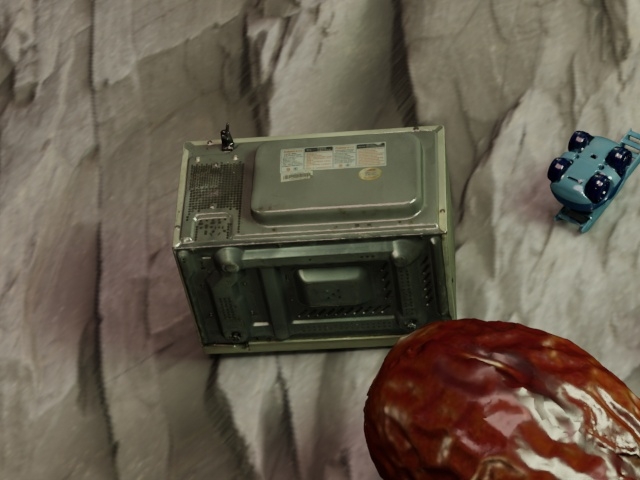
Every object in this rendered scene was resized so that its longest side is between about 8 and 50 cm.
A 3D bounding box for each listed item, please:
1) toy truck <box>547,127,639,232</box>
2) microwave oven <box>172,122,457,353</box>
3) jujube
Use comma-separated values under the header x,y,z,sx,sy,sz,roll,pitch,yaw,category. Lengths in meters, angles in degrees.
x,y,z,sx,sy,sz,roll,pitch,yaw,category
0.272,-0.075,1.620,0.063,0.074,0.136,28,63,29,toy truck
0.000,0.000,1.544,0.240,0.194,0.145,-3,53,7,microwave oven
0.176,0.172,1.370,0.290,0.197,0.197,27,60,11,jujube
